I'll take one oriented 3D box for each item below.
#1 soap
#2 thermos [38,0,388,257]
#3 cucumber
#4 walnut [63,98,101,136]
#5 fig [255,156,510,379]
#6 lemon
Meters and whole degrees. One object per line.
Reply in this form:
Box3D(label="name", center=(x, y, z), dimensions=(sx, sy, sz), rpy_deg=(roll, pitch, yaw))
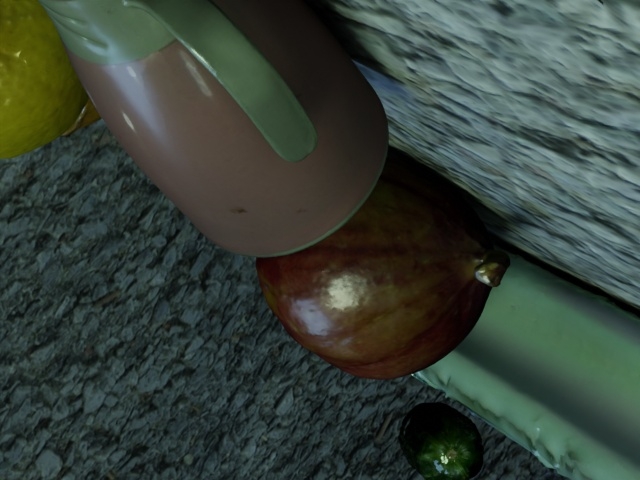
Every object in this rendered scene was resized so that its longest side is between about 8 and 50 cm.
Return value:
Box3D(label="soap", center=(0.243, 0.143, 1.184), dimensions=(0.261, 0.156, 0.446), rpy_deg=(36, 176, -41))
Box3D(label="thermos", center=(-0.064, -0.102, 0.719), dimensions=(0.176, 0.146, 0.265), rpy_deg=(40, 175, 33))
Box3D(label="cucumber", center=(0.117, 0.193, 1.204), dimensions=(0.074, 0.074, 0.241), rpy_deg=(34, 176, 2))
Box3D(label="walnut", center=(-0.266, -0.203, 1.478), dimensions=(0.087, 0.167, 0.211), rpy_deg=(0, -171, -30))
Box3D(label="fig", center=(0.080, 0.018, 1.073), dimensions=(0.250, 0.186, 0.203), rpy_deg=(-9, 134, 32))
Box3D(label="lemon", center=(-0.326, -0.191, 1.247), dimensions=(0.236, 0.236, 0.263), rpy_deg=(36, -178, -40))
